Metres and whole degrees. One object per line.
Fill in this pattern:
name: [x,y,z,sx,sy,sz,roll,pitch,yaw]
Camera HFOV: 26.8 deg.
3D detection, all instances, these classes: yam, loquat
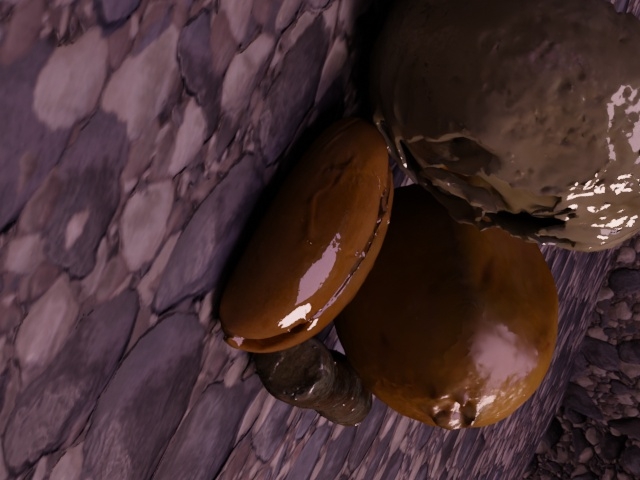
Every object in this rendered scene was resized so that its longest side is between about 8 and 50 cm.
yam: [0.001,0.116,1.117,0.061,0.061,0.253,-64,164,-6]
loquat: [0.100,0.049,1.102,0.187,0.176,0.234,42,33,-45]

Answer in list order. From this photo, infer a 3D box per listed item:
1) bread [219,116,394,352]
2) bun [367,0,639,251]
bread: [0.000,0.000,0.932,0.189,0.077,0.114,-62,167,-22]
bun: [0.143,-0.083,0.968,0.152,0.259,0.259,-57,162,-13]
